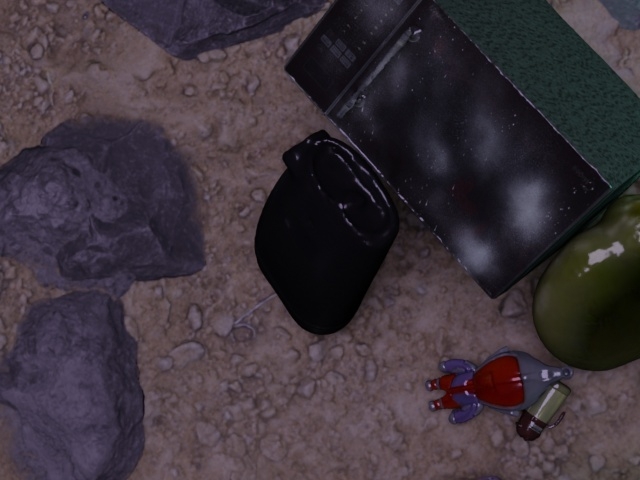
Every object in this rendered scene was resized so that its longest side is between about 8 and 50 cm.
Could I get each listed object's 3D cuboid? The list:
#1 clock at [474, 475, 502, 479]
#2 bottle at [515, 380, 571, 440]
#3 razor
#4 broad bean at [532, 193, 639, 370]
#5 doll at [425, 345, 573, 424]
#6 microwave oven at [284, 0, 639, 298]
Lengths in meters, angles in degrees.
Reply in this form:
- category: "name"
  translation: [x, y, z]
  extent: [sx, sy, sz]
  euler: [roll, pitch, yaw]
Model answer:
- category: "clock"
  translation: [0.155, 0.420, 1.765]
  extent: [0.248, 0.227, 0.090]
  euler: [-21, 101, 4]
- category: "bottle"
  translation: [0.322, 0.247, 1.852]
  extent: [0.063, 0.047, 0.101]
  euler: [35, 94, 50]
- category: "razor"
  translation: [-0.001, 0.001, 1.801]
  extent: [0.113, 0.349, 0.204]
  euler: [-31, 74, -23]
- category: "broad bean"
  translation: [0.414, 0.062, 1.761]
  extent: [0.238, 0.291, 0.119]
  euler: [2, 36, -23]
- category: "doll"
  translation: [0.259, 0.209, 1.837]
  extent: [0.227, 0.075, 0.102]
  euler: [-16, 80, 26]
- category: "microwave oven"
  translation: [0.230, -0.190, 1.754]
  extent: [0.432, 0.374, 0.236]
  euler: [48, 124, 9]
